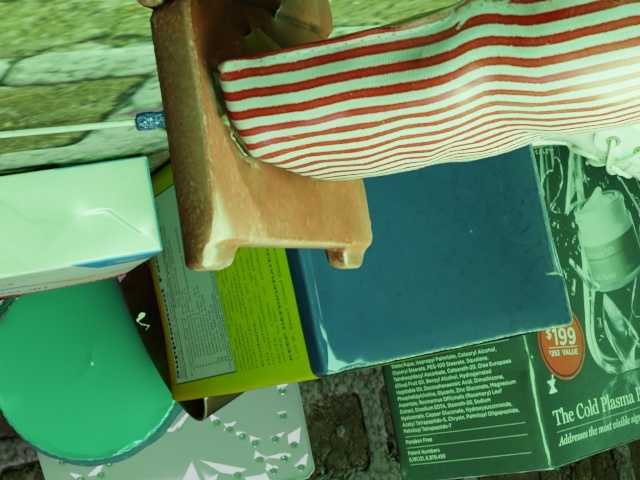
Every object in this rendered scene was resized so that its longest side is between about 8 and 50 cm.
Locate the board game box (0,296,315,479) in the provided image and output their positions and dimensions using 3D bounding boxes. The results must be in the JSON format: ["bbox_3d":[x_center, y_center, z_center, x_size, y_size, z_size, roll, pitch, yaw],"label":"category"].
[{"bbox_3d":[-0.231,0.210,1.961,0.389,0.390,0.050,-11,-155,-2],"label":"board game box"}]

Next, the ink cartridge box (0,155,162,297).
[{"bbox_3d":[-0.219,-0.003,1.107,0.134,0.078,0.231,-10,175,-18],"label":"ink cartridge box"}]

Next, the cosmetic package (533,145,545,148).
[{"bbox_3d":[0.143,-0.094,1.121,0.115,0.041,0.060,-10,174,-19],"label":"cosmetic package"}]

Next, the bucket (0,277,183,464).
[{"bbox_3d":[-0.295,0.160,1.748,0.281,0.281,0.183,-11,174,-8],"label":"bucket"}]

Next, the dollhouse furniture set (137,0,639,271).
[{"bbox_3d":[0.113,-0.086,0.489,0.201,0.152,0.374,-14,175,24],"label":"dollhouse furniture set"}]

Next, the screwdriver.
[{"bbox_3d":[-0.131,-0.073,0.859,0.169,0.024,0.025,-8,-156,-16],"label":"screwdriver"}]

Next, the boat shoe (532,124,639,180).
[{"bbox_3d":[0.245,-0.092,1.051,0.277,0.096,0.098,-11,176,-4],"label":"boat shoe"}]

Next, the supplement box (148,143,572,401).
[{"bbox_3d":[0.006,0.005,1.052,0.195,0.194,0.356,-9,175,-24],"label":"supplement box"}]

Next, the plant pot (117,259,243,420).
[{"bbox_3d":[-0.070,0.044,1.426,0.230,0.215,0.215,-24,179,-19],"label":"plant pot"}]

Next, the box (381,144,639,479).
[{"bbox_3d":[0.220,0.045,1.321,0.179,0.313,0.343,-17,174,44],"label":"box"}]
